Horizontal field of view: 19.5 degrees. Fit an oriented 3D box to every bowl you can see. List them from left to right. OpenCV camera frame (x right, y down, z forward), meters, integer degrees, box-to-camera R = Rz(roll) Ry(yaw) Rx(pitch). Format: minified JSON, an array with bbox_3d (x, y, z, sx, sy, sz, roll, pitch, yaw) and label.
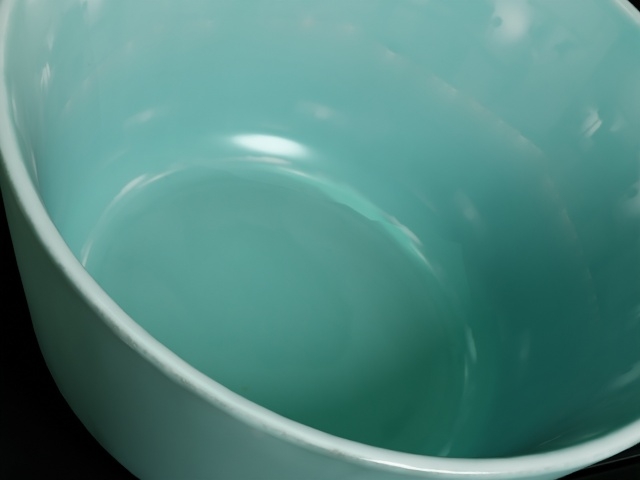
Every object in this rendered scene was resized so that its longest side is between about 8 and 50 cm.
[{"bbox_3d":[0.000,0.000,0.771,0.312,0.163,0.311,13,50,-16],"label":"bowl"}]
